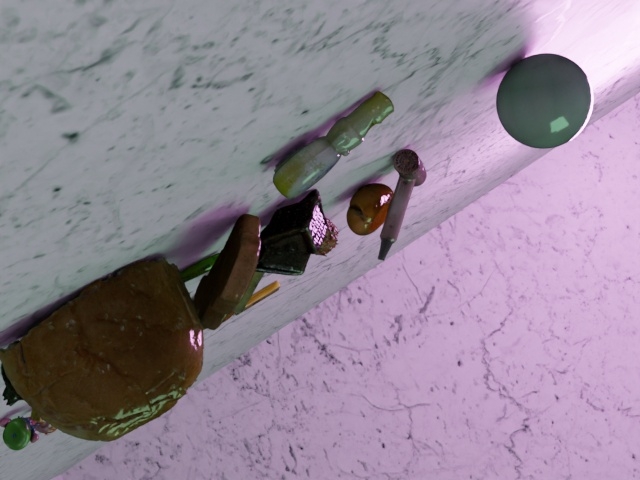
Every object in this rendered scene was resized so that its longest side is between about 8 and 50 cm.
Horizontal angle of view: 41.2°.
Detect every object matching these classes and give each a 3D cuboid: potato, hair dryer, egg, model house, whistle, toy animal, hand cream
[{"bbox_3d":[-0.147,0.047,1.656,0.149,0.081,0.120,-58,-170,34],"label":"potato"},{"bbox_3d":[0.164,-0.064,1.727,0.195,0.053,0.221,12,91,-78],"label":"hair dryer"},{"bbox_3d":[0.400,-0.249,1.525,0.168,0.168,0.231,-35,177,17],"label":"egg"},{"bbox_3d":[-0.042,-0.028,1.482,0.152,0.106,0.165,122,-11,-47],"label":"model house"},{"bbox_3d":[0.014,-0.134,1.168,0.198,0.057,0.104,-42,178,13],"label":"whistle"},{"bbox_3d":[-0.600,0.389,1.853,0.103,0.100,0.208,-57,158,11],"label":"toy animal"},{"bbox_3d":[-0.224,0.057,1.481,0.122,0.023,0.036,-29,169,-24],"label":"hand cream"}]

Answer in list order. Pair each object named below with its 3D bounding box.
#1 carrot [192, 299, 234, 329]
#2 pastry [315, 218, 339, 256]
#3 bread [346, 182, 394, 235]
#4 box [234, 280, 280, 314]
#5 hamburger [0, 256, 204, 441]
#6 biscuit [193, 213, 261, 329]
[{"bbox_3d":[-0.319,0.191,1.804,0.298,0.078,0.078,-28,172,-3],"label":"carrot"},{"bbox_3d":[0.002,-0.001,1.873,0.087,0.063,0.169,-30,173,0],"label":"pastry"},{"bbox_3d":[0.099,-0.066,1.763,0.114,0.077,0.189,-57,167,16],"label":"bread"},{"bbox_3d":[-0.176,0.159,2.320,0.149,0.020,0.073,-31,173,-13],"label":"box"},{"bbox_3d":[-0.301,0.174,1.239,0.308,0.211,0.132,-30,177,-25],"label":"hamburger"},{"bbox_3d":[-0.151,0.060,1.360,0.320,0.047,0.184,-44,-156,57],"label":"biscuit"}]
